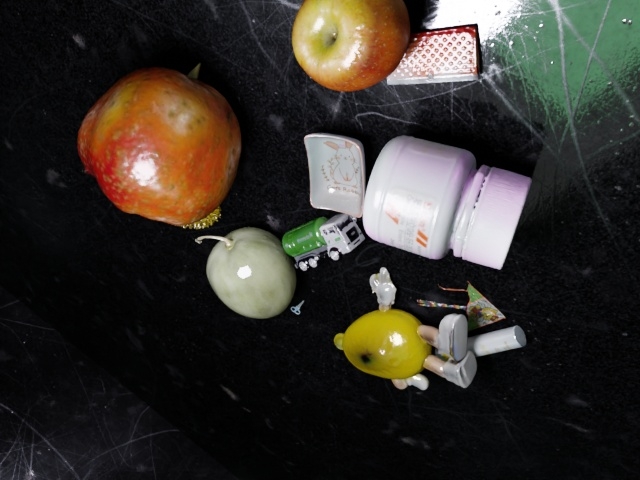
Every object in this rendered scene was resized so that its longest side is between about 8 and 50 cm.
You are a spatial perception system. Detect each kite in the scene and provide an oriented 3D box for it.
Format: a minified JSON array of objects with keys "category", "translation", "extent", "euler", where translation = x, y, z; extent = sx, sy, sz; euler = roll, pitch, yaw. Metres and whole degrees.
[{"category":"kite","translation":[0.381,0.183,1.443],"extent":[0.244,0.006,0.198],"euler":[8,130,27]}]

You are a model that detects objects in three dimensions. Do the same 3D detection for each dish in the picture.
[{"category":"dish","translation":[0.048,-0.172,1.301],"extent":[0.151,0.077,0.212],"euler":[15,133,24]}]

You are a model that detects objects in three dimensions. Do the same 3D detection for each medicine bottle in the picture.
[{"category":"medicine bottle","translation":[0.267,-0.078,1.122],"extent":[0.302,0.241,0.241],"euler":[18,134,19]}]

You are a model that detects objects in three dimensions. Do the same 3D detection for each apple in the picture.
[{"category":"apple","translation":[0.063,-0.400,1.024],"extent":[0.235,0.173,0.210],"euler":[30,123,31]}]

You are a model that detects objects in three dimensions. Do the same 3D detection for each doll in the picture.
[{"category":"doll","translation":[0.239,0.281,1.498],"extent":[0.423,0.161,0.348],"euler":[31,123,29]}]

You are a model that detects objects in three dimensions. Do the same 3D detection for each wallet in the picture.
[{"category":"wallet","translation":[0.220,-0.369,1.062],"extent":[0.196,0.020,0.103],"euler":[6,124,31]}]

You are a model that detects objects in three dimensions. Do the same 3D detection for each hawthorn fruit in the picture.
[{"category":"hawthorn fruit","translation":[-0.378,-0.255,1.310],"extent":[0.402,0.403,0.403],"euler":[17,134,19]}]

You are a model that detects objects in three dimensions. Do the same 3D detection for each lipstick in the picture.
[{"category":"lipstick","translation":[0.439,0.293,1.462],"extent":[0.264,0.059,0.059],"euler":[-28,108,43]}]

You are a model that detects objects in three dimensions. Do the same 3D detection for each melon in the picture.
[{"category":"melon","translation":[-0.200,0.097,1.564],"extent":[0.271,0.272,0.308],"euler":[18,155,18]}]

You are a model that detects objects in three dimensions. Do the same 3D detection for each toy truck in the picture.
[{"category":"toy truck","translation":[0.000,0.000,1.466],"extent":[0.242,0.101,0.125],"euler":[-19,102,44]}]

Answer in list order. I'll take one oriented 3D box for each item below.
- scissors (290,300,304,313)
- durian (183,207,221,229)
[{"category":"scissors","translation":[-0.072,0.222,1.765],"extent":[0.036,0.006,0.083],"euler":[36,137,-2]},{"category":"durian","translation":[-0.417,-0.102,1.593],"extent":[0.249,0.138,0.183],"euler":[32,130,-29]}]
